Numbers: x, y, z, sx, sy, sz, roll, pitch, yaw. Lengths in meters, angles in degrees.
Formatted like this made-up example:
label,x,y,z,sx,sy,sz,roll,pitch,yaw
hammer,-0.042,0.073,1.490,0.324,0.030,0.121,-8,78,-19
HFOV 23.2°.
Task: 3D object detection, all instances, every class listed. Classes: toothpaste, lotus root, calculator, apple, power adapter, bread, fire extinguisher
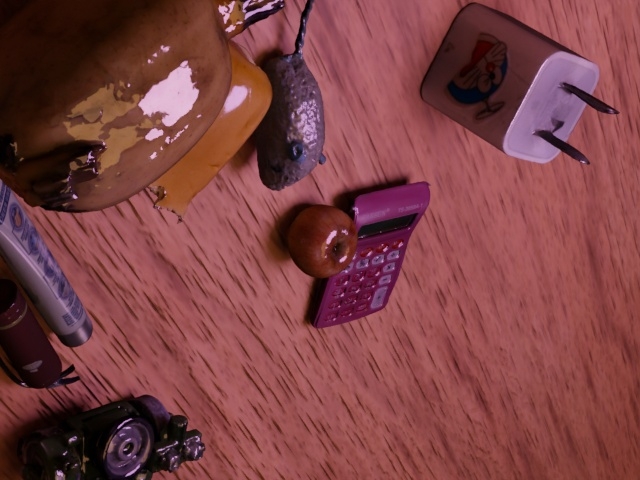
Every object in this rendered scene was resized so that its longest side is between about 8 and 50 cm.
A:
label,x,y,z,sx,sy,sz,roll,pitch,yaw
toothpaste,-0.268,0.022,1.451,0.239,0.039,0.062,69,24,-51
lotus root,-0.160,-0.150,1.319,0.310,0.183,0.183,-41,143,-20
calculator,0.053,0.016,1.814,0.126,0.034,0.190,-15,136,-42
apple,0.000,0.000,1.708,0.084,0.071,0.084,-25,128,-36
power adapter,0.235,-0.158,1.716,0.125,0.205,0.130,9,111,-51
bread,-0.120,-0.113,1.462,0.173,0.085,0.134,-51,145,-1
fire extinguisher,-0.285,0.100,1.500,0.064,0.043,0.158,-21,139,-3

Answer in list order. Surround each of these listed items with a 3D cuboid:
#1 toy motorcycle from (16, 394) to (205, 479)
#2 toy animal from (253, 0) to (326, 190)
label,x,y,z,sx,sy,sz,roll,pitch,yaw
toy motorcycle,-0.225,0.280,1.651,0.205,0.127,0.275,-17,128,-43
toy animal,-0.019,-0.162,1.538,0.070,0.079,0.253,-41,151,-53
